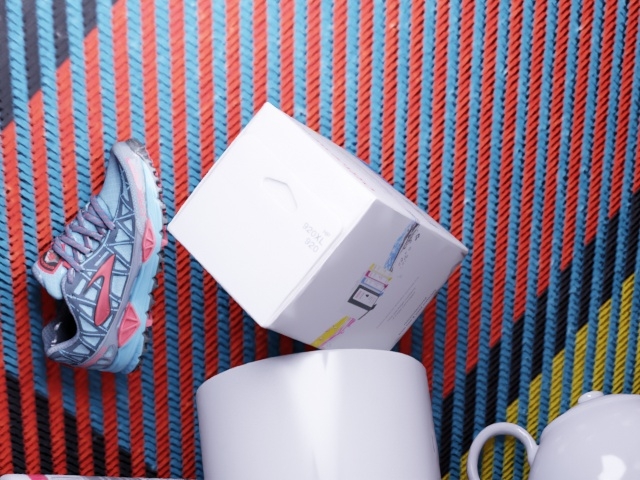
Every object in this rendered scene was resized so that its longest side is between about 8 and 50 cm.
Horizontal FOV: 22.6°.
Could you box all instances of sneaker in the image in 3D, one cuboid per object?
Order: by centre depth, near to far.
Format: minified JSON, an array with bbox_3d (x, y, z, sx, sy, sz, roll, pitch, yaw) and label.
[{"bbox_3d":[-0.228,0.022,1.629,0.125,0.104,0.261,2,112,-21],"label":"sneaker"}]

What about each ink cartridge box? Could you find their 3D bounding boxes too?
[{"bbox_3d":[0.000,0.000,1.622,0.168,0.171,0.233,-51,149,7],"label":"ink cartridge box"}]

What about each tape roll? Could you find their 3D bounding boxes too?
[{"bbox_3d":[-0.002,0.228,1.666,0.246,0.246,0.169,2,68,-23],"label":"tape roll"}]

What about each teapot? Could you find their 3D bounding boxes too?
[{"bbox_3d":[0.349,0.270,1.942,0.252,0.187,0.256,-37,144,29],"label":"teapot"}]

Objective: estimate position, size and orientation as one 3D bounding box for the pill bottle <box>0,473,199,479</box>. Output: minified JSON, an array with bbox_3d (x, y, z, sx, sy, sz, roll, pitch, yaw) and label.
[{"bbox_3d":[-0.200,0.347,1.748,0.319,0.176,0.176,6,111,-24],"label":"pill bottle"}]
